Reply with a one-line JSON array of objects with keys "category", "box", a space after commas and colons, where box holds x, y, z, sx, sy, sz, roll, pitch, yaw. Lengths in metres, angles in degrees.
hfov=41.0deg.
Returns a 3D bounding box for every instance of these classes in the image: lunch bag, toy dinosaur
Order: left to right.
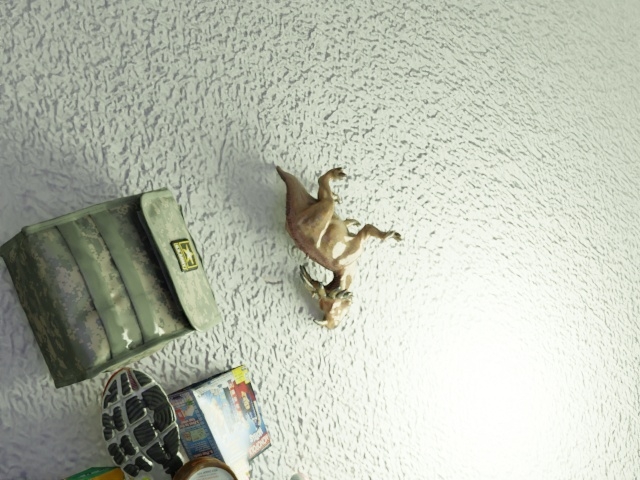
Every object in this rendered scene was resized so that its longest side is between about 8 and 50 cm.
[{"category": "lunch bag", "box": [-0.292, 0.060, 1.293, 0.287, 0.169, 0.235, -22, 90, -40]}, {"category": "toy dinosaur", "box": [0.000, 0.000, 1.510, 0.200, 0.127, 0.296, -43, 99, -23]}]

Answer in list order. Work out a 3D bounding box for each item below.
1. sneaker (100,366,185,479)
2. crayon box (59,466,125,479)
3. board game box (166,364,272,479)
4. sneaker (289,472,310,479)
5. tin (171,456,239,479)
[{"category": "sneaker", "box": [-0.264, 0.304, 1.270, 0.107, 0.118, 0.279, -25, 116, -22]}, {"category": "crayon box", "box": [-0.386, 0.434, 1.173, 0.278, 0.081, 0.165, -12, 88, -49]}, {"category": "board game box", "box": [-0.152, 0.312, 1.351, 0.194, 0.060, 0.194, -9, 80, -70]}, {"category": "sneaker", "box": [0.003, 0.439, 1.471, 0.070, 0.051, 0.134, -40, 106, -32]}, {"category": "tin", "box": [-0.164, 0.411, 1.237, 0.106, 0.040, 0.190, -4, 88, -27]}]
